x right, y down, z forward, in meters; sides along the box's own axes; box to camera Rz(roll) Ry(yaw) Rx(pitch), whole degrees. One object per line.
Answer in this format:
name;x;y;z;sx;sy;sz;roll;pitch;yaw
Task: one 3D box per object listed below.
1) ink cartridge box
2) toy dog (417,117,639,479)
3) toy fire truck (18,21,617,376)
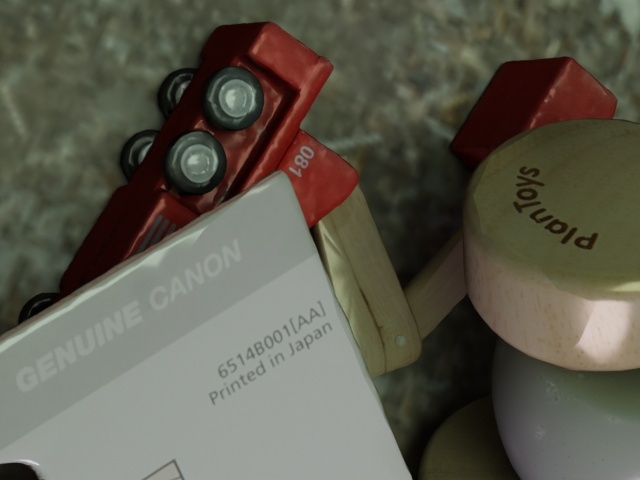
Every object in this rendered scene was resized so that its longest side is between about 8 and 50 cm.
ink cartridge box;-0.090;0.156;0.523;0.296;0.066;0.261;-31;112;-20
toy dog;0.183;0.016;0.587;0.333;0.161;0.220;-41;145;-12
toy fire truck;0.000;0.000;0.585;0.135;0.047;0.192;34;79;-23
